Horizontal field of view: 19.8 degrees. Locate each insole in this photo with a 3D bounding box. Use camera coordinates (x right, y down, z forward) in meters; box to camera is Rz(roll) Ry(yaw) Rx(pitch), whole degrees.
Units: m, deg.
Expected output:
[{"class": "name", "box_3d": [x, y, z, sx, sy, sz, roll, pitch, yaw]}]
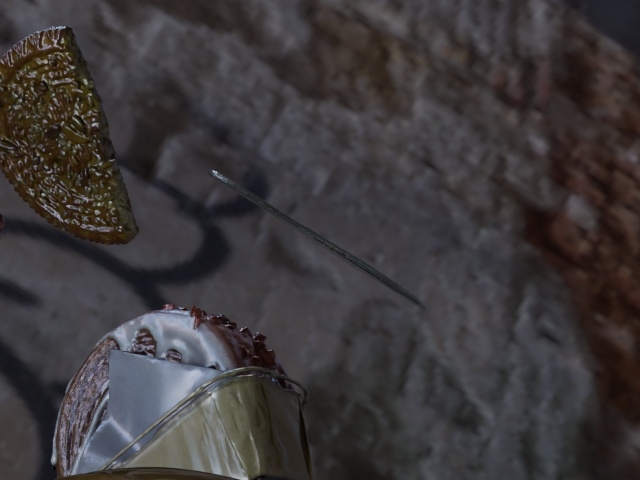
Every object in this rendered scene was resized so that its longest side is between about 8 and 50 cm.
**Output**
[{"class": "insole", "box_3d": [0.000, 0.000, 1.322, 0.006, 0.193, 0.065, -58, 18, -3]}]

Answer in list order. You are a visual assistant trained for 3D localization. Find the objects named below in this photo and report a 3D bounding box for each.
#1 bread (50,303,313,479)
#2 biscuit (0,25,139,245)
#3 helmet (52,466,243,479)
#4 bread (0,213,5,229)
[{"class": "bread", "box_3d": [-0.111, 0.163, 1.472, 0.224, 0.142, 0.212, -41, 51, 18]}, {"class": "biscuit", "box_3d": [-0.237, -0.085, 1.612, 0.126, 0.206, 0.025, -5, 24, 26]}, {"class": "helmet", "box_3d": [-0.040, 0.153, 0.671, 0.130, 0.224, 0.198, -57, -32, 8]}, {"class": "bread", "box_3d": [-0.249, 0.008, 0.957, 0.269, 0.139, 0.095, -61, -7, -65]}]
